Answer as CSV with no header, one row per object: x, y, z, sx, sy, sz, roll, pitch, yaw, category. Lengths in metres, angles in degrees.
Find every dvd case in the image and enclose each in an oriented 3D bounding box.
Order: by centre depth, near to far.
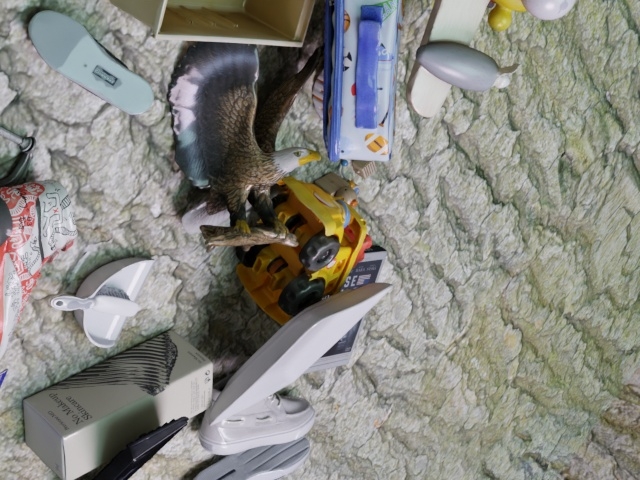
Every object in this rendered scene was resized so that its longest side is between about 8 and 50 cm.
0.020,0.125,2.271,0.179,0.030,0.238,-6,121,-48,dvd case

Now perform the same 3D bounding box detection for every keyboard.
-0.326,0.360,1.907,0.201,0.033,0.317,-32,170,-41,keyboard

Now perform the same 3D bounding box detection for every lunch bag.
0.056,-0.269,1.768,0.243,0.115,0.303,-84,175,-64,lunch bag

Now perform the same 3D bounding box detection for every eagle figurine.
-0.097,-0.137,1.834,0.226,0.225,0.298,129,-44,-84,eagle figurine

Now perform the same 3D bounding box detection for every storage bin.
-0.116,-0.395,1.632,0.262,0.123,0.260,-6,121,-47,storage bin

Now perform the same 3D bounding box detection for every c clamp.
-0.408,-0.121,1.583,0.137,0.022,0.161,-54,145,-3,c clamp

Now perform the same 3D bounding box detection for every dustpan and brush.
-0.317,0.087,1.817,0.211,0.060,0.147,15,105,-53,dustpan and brush

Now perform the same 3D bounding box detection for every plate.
-0.037,0.168,2.041,0.277,0.045,0.278,-45,168,28,plate

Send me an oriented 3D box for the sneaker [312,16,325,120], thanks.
0.048,-0.266,1.963,0.083,0.084,0.214,-29,139,-47,sneaker

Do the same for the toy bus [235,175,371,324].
0.000,0.000,2.014,0.211,0.149,0.220,-16,143,-39,toy bus

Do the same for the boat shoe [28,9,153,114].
-0.297,-0.222,1.610,0.183,0.083,0.065,38,85,-27,boat shoe

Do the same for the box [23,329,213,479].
-0.299,0.244,1.918,0.275,0.113,0.094,-26,134,-38,box

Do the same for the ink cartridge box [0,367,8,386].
-0.553,0.306,1.641,0.371,0.069,0.176,-36,174,-29,ink cartridge box

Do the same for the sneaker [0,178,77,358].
-0.391,0.045,1.674,0.145,0.090,0.270,-23,136,-43,sneaker

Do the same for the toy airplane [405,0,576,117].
0.261,-0.418,1.929,0.384,0.272,0.386,-38,141,-23,toy airplane

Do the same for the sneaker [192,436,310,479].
-0.133,0.415,2.279,0.258,0.094,0.091,-20,149,-35,sneaker

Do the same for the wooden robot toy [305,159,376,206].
0.037,-0.073,2.096,0.173,0.079,0.076,-31,137,-31,wooden robot toy

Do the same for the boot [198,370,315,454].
-0.095,0.280,2.201,0.258,0.095,0.123,-11,120,-49,boot
